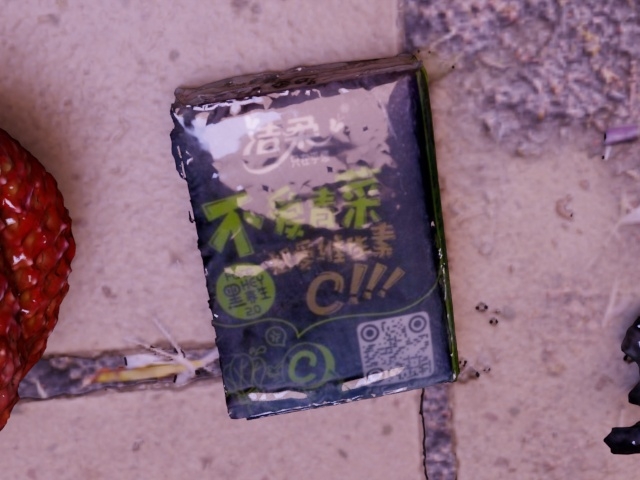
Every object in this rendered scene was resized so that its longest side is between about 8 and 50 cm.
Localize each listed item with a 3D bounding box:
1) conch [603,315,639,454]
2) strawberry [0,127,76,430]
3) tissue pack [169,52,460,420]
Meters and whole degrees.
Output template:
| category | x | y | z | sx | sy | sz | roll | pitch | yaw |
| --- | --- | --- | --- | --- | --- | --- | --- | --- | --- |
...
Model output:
| category | x | y | z | sx | sy | sz | roll | pitch | yaw |
| --- | --- | --- | --- | --- | --- | --- | --- | --- | --- |
| conch | 0.344 | 0.064 | 0.824 | 0.313 | 0.186 | 0.241 | -41 | 81 | 27 |
| strawberry | -0.282 | 0.032 | 0.699 | 0.238 | 0.250 | 0.288 | 24 | 133 | -9 |
| tissue pack | 0.000 | 0.000 | 0.814 | 0.173 | 0.073 | 0.236 | -10 | 109 | -2 |
